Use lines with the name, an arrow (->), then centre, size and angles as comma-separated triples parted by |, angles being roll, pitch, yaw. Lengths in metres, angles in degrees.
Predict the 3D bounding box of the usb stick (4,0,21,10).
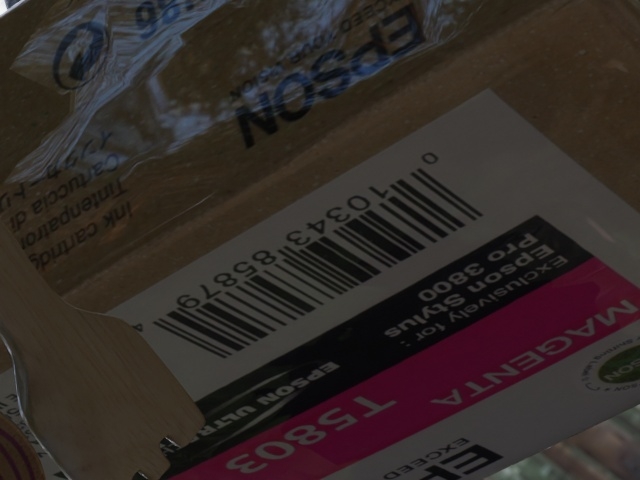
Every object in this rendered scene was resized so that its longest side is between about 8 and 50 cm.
usb stick -> -0.033, -0.075, 0.669 | 0.045, 0.278, 0.077 | -33, -54, -27

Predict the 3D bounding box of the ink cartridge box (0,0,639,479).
ink cartridge box -> 0.000, 0.000, 0.488 | 0.234, 0.088, 0.193 | -30, -34, 22

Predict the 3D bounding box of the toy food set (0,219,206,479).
toy food set -> -0.096, 0.060, 0.266 | 0.192, 0.038, 0.132 | -51, -58, -26
